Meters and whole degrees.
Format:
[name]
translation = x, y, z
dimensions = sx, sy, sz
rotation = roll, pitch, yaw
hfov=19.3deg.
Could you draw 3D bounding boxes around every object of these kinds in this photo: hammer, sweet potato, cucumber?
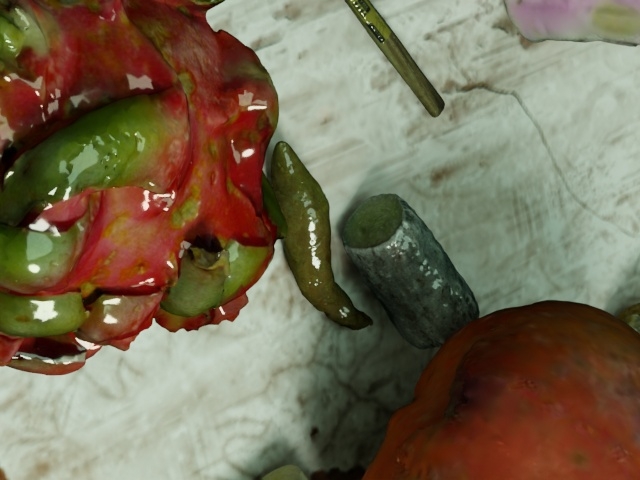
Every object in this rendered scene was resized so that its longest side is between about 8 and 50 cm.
[hammer]
translation = 0.036, -0.152, 1.289
dimensions = 0.182, 0.017, 0.062
rotation = 48, 65, -35
[sweet potato]
translation = -0.005, 0.004, 1.257
dimensions = 0.041, 0.038, 0.153
rotation = -27, 115, -10
[cucumber]
translation = 0.063, 0.020, 1.300
dimensions = 0.064, 0.064, 0.112
rotation = -47, 119, -26

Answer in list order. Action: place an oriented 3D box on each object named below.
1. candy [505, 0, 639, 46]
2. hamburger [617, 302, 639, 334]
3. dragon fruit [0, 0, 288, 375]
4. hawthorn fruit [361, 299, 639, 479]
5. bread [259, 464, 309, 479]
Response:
[candy]
translation = 0.262, -0.243, 1.378
dimensions = 0.265, 0.155, 0.116
rotation = -38, 122, -30
[hamburger]
translation = 0.291, 0.115, 1.481
dimensions = 0.147, 0.083, 0.138
rotation = 14, 74, -37
[dragon fruit]
translation = -0.150, -0.044, 1.009
dimensions = 0.302, 0.231, 0.237
rotation = 40, 58, -47
[hawthorn fruit]
translation = 0.177, 0.199, 1.249
dimensions = 0.276, 0.307, 0.276
rotation = -47, 162, -21
[bread]
translation = -0.019, 0.257, 1.258
dimensions = 0.139, 0.060, 0.178
rotation = -47, 121, -27
